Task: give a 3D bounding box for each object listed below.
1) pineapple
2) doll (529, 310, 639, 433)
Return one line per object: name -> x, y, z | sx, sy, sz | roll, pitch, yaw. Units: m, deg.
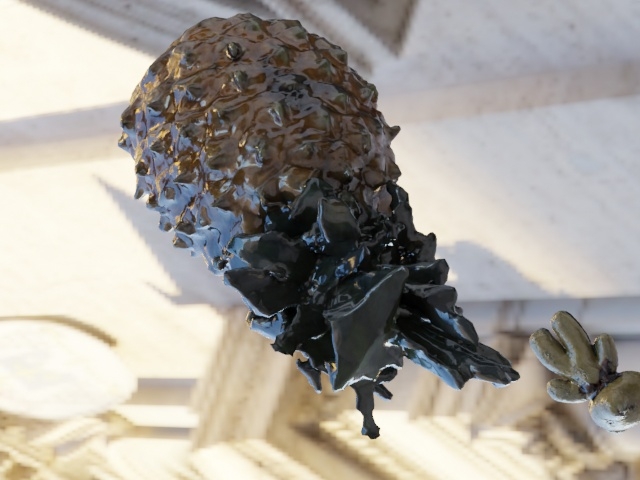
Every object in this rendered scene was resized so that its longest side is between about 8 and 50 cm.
pineapple -> 0.000, 0.000, 1.070 | 0.169, 0.340, 0.169 | -15, -49, -18
doll -> 0.190, 0.094, 1.289 | 0.093, 0.061, 0.051 | 49, -162, 17
